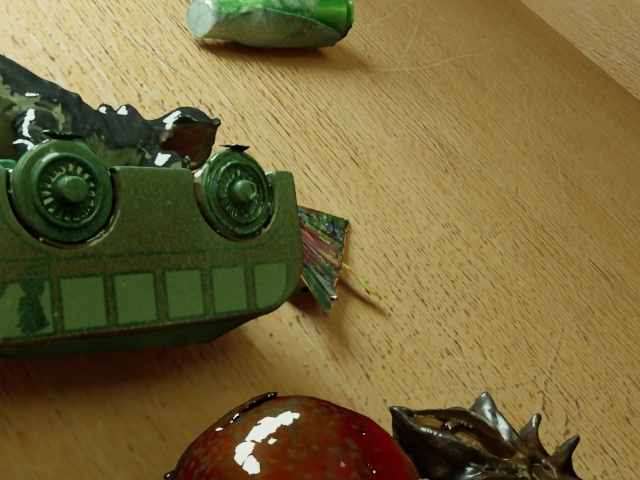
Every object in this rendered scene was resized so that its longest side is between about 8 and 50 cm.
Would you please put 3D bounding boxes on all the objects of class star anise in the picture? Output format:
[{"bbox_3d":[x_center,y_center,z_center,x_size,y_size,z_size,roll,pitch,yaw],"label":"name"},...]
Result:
[{"bbox_3d":[0.157,0.234,0.708,0.214,0.099,0.220,-5,51,-27],"label":"star anise"}]

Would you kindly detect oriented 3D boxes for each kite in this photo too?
[{"bbox_3d":[0.000,0.000,0.916,0.183,0.014,0.241,41,21,-6],"label":"kite"}]

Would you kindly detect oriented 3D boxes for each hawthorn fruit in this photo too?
[{"bbox_3d":[0.003,0.209,0.514,0.181,0.181,0.235,3,43,-40],"label":"hawthorn fruit"}]

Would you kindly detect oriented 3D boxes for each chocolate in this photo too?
[{"bbox_3d":[-0.076,-0.333,1.268,0.110,0.110,0.291,46,36,20],"label":"chocolate"}]

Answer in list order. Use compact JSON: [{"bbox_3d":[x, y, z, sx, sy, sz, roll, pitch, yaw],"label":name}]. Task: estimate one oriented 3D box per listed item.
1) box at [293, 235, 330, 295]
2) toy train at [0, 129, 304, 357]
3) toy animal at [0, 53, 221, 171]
[{"bbox_3d":[-0.032,0.021,0.887,0.053,0.024,0.083,4,43,-40],"label":"box"},{"bbox_3d":[-0.146,0.006,0.665,0.326,0.129,0.159,-3,88,-45],"label":"toy train"},{"bbox_3d":[-0.243,-0.090,0.770,0.343,0.106,0.168,15,39,-32],"label":"toy animal"}]
